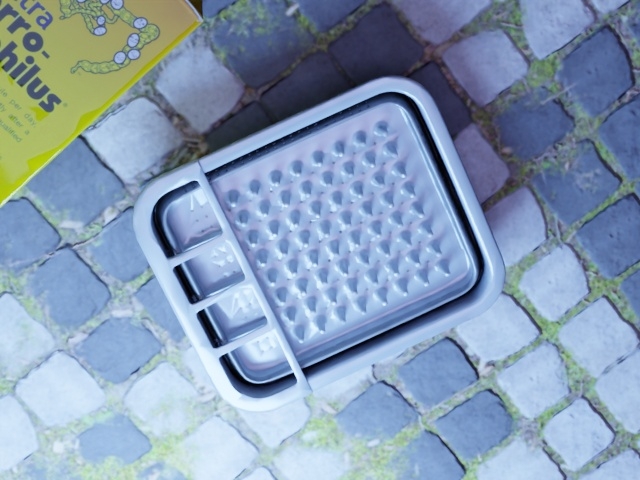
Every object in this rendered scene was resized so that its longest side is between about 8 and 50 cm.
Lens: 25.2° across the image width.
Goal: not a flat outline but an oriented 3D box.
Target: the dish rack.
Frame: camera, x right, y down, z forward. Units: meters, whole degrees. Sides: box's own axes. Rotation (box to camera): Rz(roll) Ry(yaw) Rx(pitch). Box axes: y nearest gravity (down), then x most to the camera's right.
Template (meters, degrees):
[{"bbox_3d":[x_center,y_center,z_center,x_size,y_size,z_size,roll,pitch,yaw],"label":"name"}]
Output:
[{"bbox_3d":[0.000,0.000,1.497,0.332,0.072,0.286,-24,109,3],"label":"dish rack"}]

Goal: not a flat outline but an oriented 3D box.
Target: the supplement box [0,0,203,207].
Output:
[{"bbox_3d":[-0.301,-0.174,1.343,0.356,0.194,0.195,-41,107,9],"label":"supplement box"}]
